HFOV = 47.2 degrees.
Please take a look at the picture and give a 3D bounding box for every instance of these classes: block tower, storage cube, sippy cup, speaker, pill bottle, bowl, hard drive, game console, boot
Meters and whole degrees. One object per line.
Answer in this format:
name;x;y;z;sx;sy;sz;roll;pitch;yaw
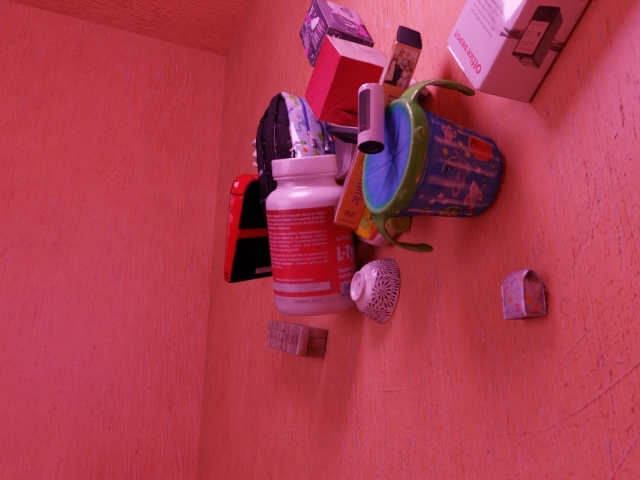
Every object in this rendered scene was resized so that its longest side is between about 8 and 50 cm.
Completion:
block tower;-0.077;0.305;2.282;0.335;0.097;0.091;172;107;-71
storage cube;0.082;-0.443;2.071;0.215;0.183;0.193;-110;36;-55
sippy cup;0.229;-0.145;1.465;0.240;0.223;0.306;-97;25;-42
speaker;0.102;-0.241;1.454;0.055;0.055;0.136;137;139;-59
pill bottle;-0.026;-0.018;1.957;0.229;0.228;0.408;-167;71;-70
bowl;0.125;0.120;1.834;0.170;0.080;0.170;-170;90;-71
bowl;0.085;-0.252;2.163;0.142;0.053;0.142;155;122;-67
hard drive;0.091;-0.290;2.029;0.135;0.094;0.022;14;84;44
game console;-0.187;-0.043;2.417;0.060;0.386;0.342;14;99;27
boot;0.199;-0.368;1.858;0.086;0.069;0.190;-58;24;6

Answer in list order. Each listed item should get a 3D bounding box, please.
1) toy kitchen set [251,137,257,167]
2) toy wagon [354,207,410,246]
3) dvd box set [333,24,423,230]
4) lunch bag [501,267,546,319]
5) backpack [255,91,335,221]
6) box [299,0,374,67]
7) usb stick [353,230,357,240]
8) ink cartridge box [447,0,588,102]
toy kitchen set;-0.117;-0.292;2.495;0.122;0.207;0.166;-54;-13;-25
toy wagon;0.166;-0.162;1.874;0.267;0.068;0.345;-155;75;-69
dvd box set;0.134;-0.267;1.683;0.308;0.062;0.421;-74;2;-67
lunch bag;0.352;0.093;1.268;0.071;0.053;0.083;147;120;-67
backpack;-0.084;-0.279;2.247;0.290;0.273;0.356;-53;52;50
box;0.048;-0.634;2.289;0.247;0.163;0.142;-105;35;-49
usb stick;0.054;0.031;2.121;0.077;0.045;0.278;-105;31;-48
ink cartridge box;0.373;-0.437;1.363;0.211;0.121;0.289;-103;30;-47
